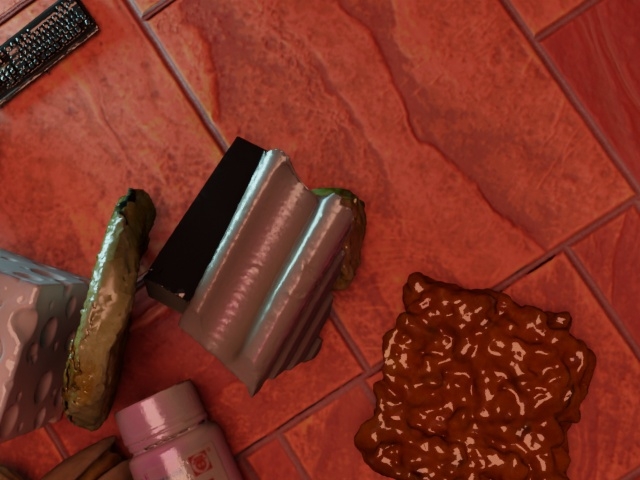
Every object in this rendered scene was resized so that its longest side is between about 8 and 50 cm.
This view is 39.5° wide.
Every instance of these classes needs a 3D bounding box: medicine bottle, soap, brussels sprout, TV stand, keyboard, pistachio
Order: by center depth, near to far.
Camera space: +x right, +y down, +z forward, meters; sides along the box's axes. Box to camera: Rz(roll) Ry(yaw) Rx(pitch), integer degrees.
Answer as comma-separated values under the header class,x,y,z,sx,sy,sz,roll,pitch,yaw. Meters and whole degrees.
class,x,y,z,sx,sy,sz,roll,pitch,yaw
soap,-0.042,0.037,1.268,0.159,0.257,0.302,34,102,17
TV stand,-0.154,-0.020,1.331,0.088,0.083,0.270,27,67,7
brussels sprout,-0.003,-0.003,1.334,0.122,0.149,0.152,3,72,24
medicine bottle,-0.202,0.348,1.337,0.152,0.152,0.255,-27,84,5
pistachio,-0.368,0.394,1.345,0.126,0.152,0.223,34,61,11
keyboard,-0.473,-0.311,1.466,0.230,0.025,0.094,-37,81,4

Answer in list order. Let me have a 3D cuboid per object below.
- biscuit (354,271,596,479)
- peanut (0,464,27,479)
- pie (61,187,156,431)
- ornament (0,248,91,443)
class,x,y,z,sx,sy,sz,roll,pitch,yaw
biscuit,0.232,0.228,1.308,0.318,0.110,0.312,15,88,8
peanut,-0.535,0.410,1.391,0.224,0.129,0.129,11,89,8
pie,-0.310,0.105,1.303,0.078,0.296,0.372,13,92,-11
ornament,-0.510,0.142,1.343,0.239,0.240,0.240,17,90,7
